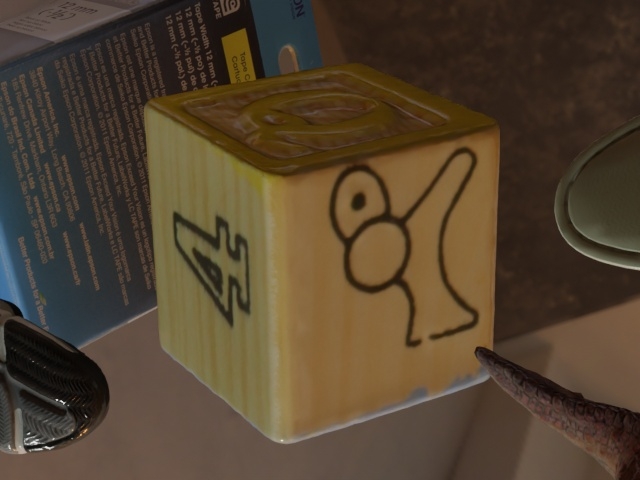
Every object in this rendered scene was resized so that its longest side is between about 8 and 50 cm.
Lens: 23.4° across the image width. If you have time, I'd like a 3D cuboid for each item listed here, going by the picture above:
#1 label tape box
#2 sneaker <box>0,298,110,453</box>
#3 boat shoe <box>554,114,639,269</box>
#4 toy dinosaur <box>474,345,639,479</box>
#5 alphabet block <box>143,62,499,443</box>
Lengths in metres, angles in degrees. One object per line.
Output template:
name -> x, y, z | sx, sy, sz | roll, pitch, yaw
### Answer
label tape box -> -0.153, -0.084, 1.301 | 0.347, 0.115, 0.249 | -30, -59, -34
sneaker -> -0.205, 0.065, 0.962 | 0.132, 0.228, 0.086 | -24, -62, -61
boat shoe -> 0.327, -0.043, 0.997 | 0.113, 0.340, 0.127 | 34, -139, -59
toy dinosaur -> 0.131, 0.157, 0.531 | 0.200, 0.127, 0.296 | 39, -146, -71
alphabet block -> 0.000, 0.000, 1.097 | 0.192, 0.193, 0.197 | -14, -64, -31
